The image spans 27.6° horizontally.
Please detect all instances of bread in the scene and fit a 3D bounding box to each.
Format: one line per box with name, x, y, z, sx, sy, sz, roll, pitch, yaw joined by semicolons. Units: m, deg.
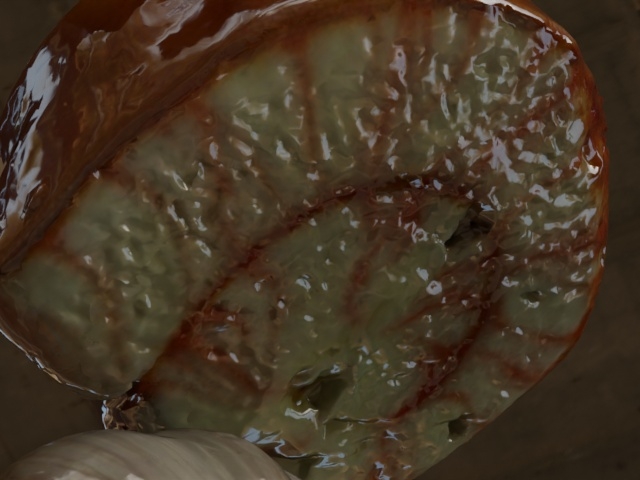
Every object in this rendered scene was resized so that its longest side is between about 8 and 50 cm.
bread;0.004;0.000;0.641;0.295;0.328;0.114;-34;-134;-4

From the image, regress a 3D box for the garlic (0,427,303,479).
garlic;-0.035;0.179;0.501;0.212;0.218;0.219;-7;-77;42
